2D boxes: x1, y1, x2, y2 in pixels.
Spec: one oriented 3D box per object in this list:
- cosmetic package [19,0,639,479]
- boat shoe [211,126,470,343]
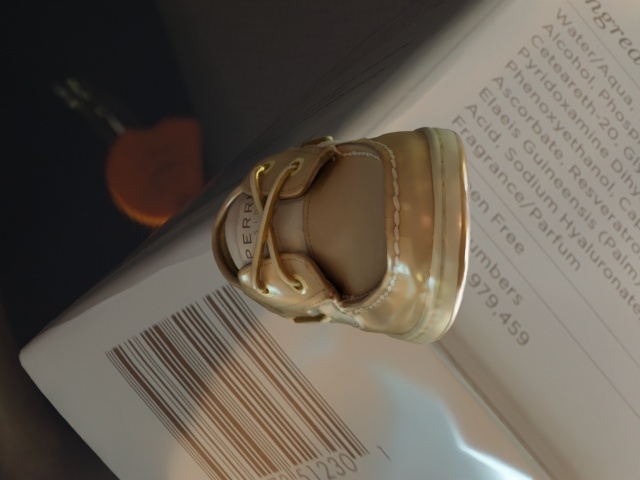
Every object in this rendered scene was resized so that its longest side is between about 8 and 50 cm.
[{"bbox_3d":[0.116,0.029,0.923,0.393,0.327,0.329,-45,-171,-36],"label":"cosmetic package"},{"bbox_3d":[0.000,0.000,0.478,0.059,0.063,0.170,2,174,-12],"label":"boat shoe"}]
